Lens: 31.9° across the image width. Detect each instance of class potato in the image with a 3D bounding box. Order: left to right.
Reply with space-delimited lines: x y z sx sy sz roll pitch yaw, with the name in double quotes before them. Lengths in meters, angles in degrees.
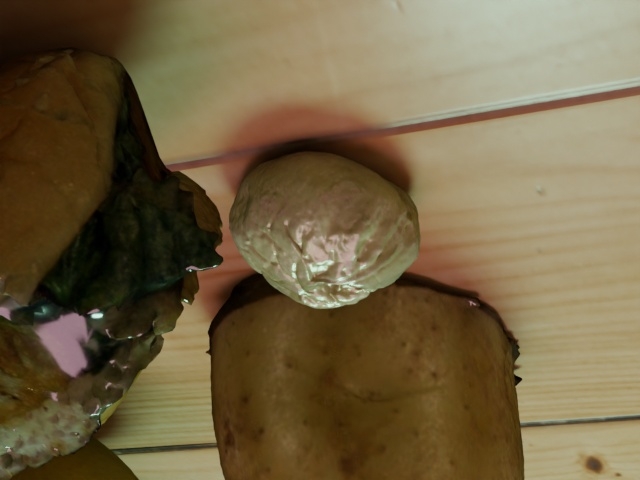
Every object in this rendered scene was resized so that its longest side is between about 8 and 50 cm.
"potato" 0.044 0.166 0.809 0.242 0.242 0.285 -8 147 21

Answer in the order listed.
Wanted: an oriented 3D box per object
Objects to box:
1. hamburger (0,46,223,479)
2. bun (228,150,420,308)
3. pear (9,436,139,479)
"hamburger" -0.162 0.013 0.552 0.132 0.211 0.309 38 134 -20
"bun" 0.000 0.000 0.651 0.115 0.069 0.115 5 151 3
"pear" -0.298 0.259 0.986 0.386 0.191 0.340 -4 -175 31
